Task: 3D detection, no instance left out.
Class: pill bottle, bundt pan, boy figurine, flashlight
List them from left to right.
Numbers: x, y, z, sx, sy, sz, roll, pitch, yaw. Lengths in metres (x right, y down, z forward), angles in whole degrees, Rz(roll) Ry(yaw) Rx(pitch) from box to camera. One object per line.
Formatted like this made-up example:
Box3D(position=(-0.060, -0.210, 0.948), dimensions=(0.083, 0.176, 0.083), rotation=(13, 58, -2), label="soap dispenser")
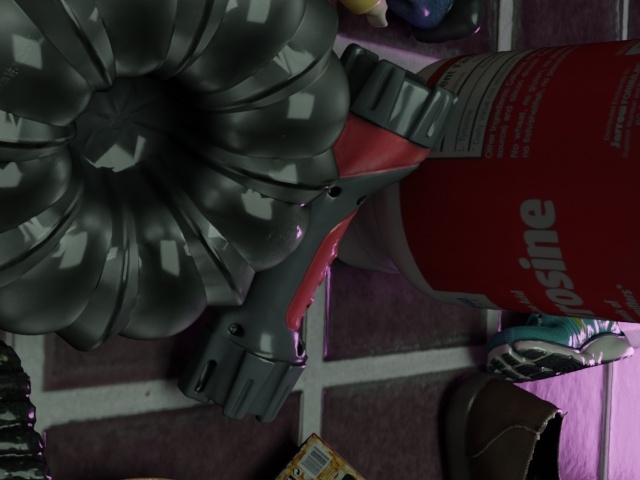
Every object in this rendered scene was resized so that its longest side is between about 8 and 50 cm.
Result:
Box3D(position=(-0.120, -0.071, 0.657), dimensions=(0.331, 0.124, 0.331), rotation=(-14, 123, -23), label="bundt pan")
Box3D(position=(0.000, 0.000, 0.850), dimensions=(0.304, 0.103, 0.103), rotation=(-65, 171, 11), label="flashlight")
Box3D(position=(0.052, -0.294, 0.973), dimensions=(0.285, 0.092, 0.177), rotation=(30, 70, -50), label="boy figurine")
Box3D(position=(0.196, -0.050, 0.909), dimensions=(0.229, 0.407, 0.229), rotation=(-3, 94, -48), label="pill bottle")

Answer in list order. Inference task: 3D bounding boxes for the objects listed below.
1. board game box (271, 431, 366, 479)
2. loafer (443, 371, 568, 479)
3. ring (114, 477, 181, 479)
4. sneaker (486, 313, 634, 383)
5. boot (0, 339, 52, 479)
Box3D(position=(0.019, 0.285, 0.919), dimensions=(0.193, 0.045, 0.147), rotation=(42, 53, 5), label="board game box")
Box3D(position=(0.224, 0.328, 1.172), dimensions=(0.134, 0.130, 0.366), rotation=(-29, 114, -44), label="loafer")
Box3D(position=(-0.137, 0.343, 0.772), dimensions=(0.336, 0.032, 0.337), rotation=(7, 77, -30), label="ring")
Box3D(position=(0.273, 0.106, 1.263), dimensions=(0.275, 0.107, 0.110), rotation=(-2, 74, -53), label="sneaker")
Box3D(position=(-0.283, 0.068, 0.579), dimensions=(0.260, 0.131, 0.348), rotation=(-9, 109, -41), label="boot")
